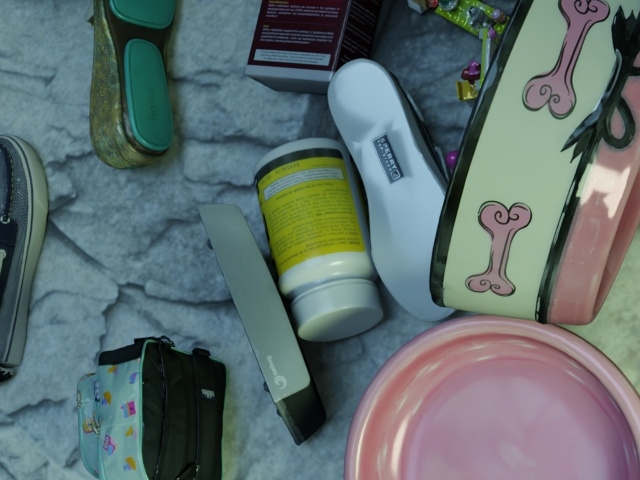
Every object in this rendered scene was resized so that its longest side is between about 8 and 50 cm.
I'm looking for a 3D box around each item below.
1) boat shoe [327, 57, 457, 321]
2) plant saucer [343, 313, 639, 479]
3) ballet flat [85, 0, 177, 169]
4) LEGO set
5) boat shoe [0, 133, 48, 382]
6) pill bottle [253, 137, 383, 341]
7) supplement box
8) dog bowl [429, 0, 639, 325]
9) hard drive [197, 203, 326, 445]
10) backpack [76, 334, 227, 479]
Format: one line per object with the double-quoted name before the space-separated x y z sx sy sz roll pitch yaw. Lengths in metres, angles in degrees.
"boat shoe" 0.097 -0.057 1.747 0.108 0.102 0.301 -26 80 21
"plant saucer" 0.187 0.239 1.587 0.332 0.084 0.332 -1 87 24
"ballet flat" -0.251 -0.254 2.015 0.123 0.123 0.348 -12 71 29
"LEGO set" 0.160 -0.218 1.743 0.132 0.107 0.287 -27 64 24
"boat shoe" -0.455 0.010 2.035 0.127 0.158 0.340 -8 73 30
"pill bottle" 0.000 0.000 1.776 0.119 0.119 0.208 -25 65 25
"supplement box" 0.004 -0.297 1.883 0.130 0.073 0.239 9 83 33
"dog bowl" 0.249 -0.101 1.499 0.150 0.408 0.407 22 89 14
"hard drive" -0.063 0.089 1.770 0.054 0.172 0.254 -23 63 -2
"backpack" -0.192 0.223 1.808 0.144 0.166 0.188 -22 63 27
